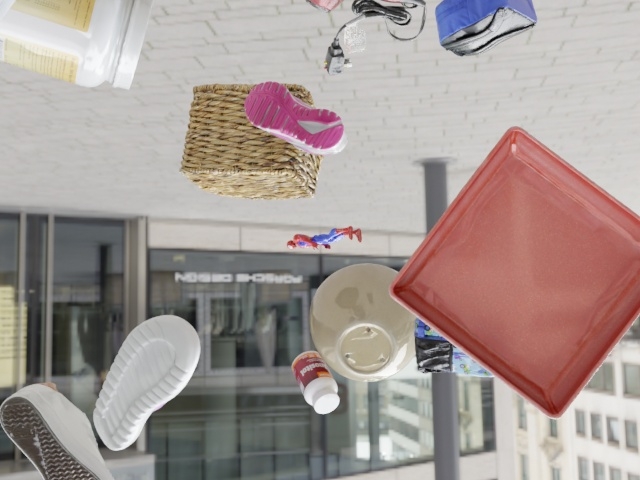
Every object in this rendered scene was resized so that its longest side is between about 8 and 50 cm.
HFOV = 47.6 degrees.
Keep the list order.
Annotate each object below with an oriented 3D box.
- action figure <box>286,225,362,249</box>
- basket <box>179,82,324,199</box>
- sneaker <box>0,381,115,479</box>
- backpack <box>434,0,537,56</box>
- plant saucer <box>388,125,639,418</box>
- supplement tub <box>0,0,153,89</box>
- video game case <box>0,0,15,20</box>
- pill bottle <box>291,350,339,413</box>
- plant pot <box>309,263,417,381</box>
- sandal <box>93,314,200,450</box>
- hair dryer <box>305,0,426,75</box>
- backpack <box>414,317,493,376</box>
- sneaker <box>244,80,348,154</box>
[{"bbox_3d":[0.000,0.000,1.008,0.115,0.030,0.038,-5,174,34],"label":"action figure"},{"bbox_3d":[-0.145,-0.224,1.695,0.299,0.223,0.213,2,166,19],"label":"basket"},{"bbox_3d":[-0.373,0.344,1.139,0.106,0.290,0.123,-30,-177,10],"label":"sneaker"},{"bbox_3d":[0.221,-0.315,1.004,0.098,0.101,0.120,11,154,-42],"label":"backpack"},{"bbox_3d":[0.257,0.038,0.890,0.259,0.258,0.048,37,180,3],"label":"plant saucer"},{"bbox_3d":[-0.474,-0.408,1.296,0.316,0.228,0.228,15,169,-19],"label":"supplement tub"},{"bbox_3d":[-0.422,-0.315,0.785,0.193,0.023,0.212,21,158,-34],"label":"video game case"},{"bbox_3d":[-0.010,0.350,1.787,0.086,0.086,0.152,2,-150,-25],"label":"pill bottle"},{"bbox_3d":[0.106,0.215,1.690,0.284,0.284,0.191,-2,-166,5],"label":"plant pot"},{"bbox_3d":[-0.368,0.294,1.565,0.416,0.169,0.102,-47,161,31],"label":"sandal"},{"bbox_3d":[0.072,-0.453,1.267,0.223,0.080,0.294,-31,140,-16],"label":"hair dryer"},{"bbox_3d":[0.273,0.174,1.325,0.173,0.117,0.158,5,-153,31],"label":"backpack"},{"bbox_3d":[-0.048,-0.237,1.487,0.252,0.103,0.111,33,179,25],"label":"sneaker"}]
